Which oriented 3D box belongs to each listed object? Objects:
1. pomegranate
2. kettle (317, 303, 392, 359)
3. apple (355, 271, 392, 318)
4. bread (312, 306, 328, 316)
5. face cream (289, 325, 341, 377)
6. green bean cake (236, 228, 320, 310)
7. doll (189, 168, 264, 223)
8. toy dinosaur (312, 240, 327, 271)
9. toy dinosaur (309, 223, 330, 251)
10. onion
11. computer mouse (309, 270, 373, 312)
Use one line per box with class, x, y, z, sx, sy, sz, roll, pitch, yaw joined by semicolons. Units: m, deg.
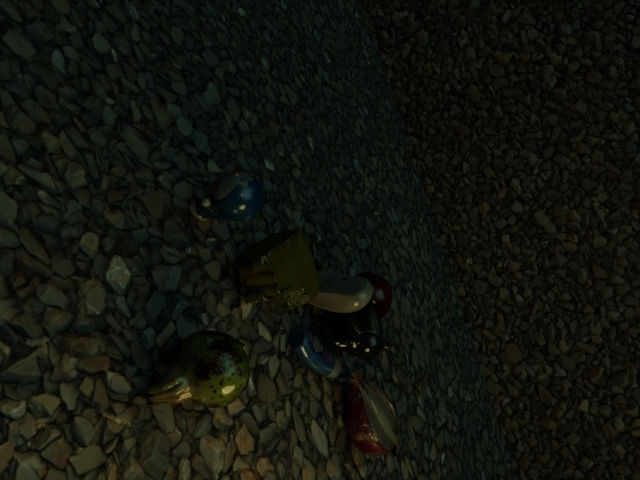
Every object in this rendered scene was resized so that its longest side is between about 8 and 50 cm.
pomegranate;-0.327;0.344;1.394;0.276;0.222;0.204;12;78;-35
kettle;0.143;0.356;2.026;0.250;0.207;0.271;42;3;-19
apple;0.211;0.249;2.285;0.218;0.218;0.201;58;35;-18
bread;0.003;0.283;2.114;0.083;0.036;0.047;-9;76;-61
face cream;-0.009;0.431;1.956;0.264;0.083;0.149;46;28;-34
green bean cake;-0.161;0.132;1.814;0.310;0.202;0.285;-35;114;-58
doll;-0.300;-0.138;1.683;0.215;0.256;0.161;-32;107;-55
toy dinosaur;0.005;0.122;2.216;0.142;0.057;0.212;-96;163;-60
toy dinosaur;0.000;0.000;2.261;0.197;0.045;0.080;53;9;-42
onion;0.159;0.667;2.016;0.349;0.159;0.267;59;20;-2
computer mouse;0.065;0.209;2.044;0.184;0.296;0.121;-56;142;-53
